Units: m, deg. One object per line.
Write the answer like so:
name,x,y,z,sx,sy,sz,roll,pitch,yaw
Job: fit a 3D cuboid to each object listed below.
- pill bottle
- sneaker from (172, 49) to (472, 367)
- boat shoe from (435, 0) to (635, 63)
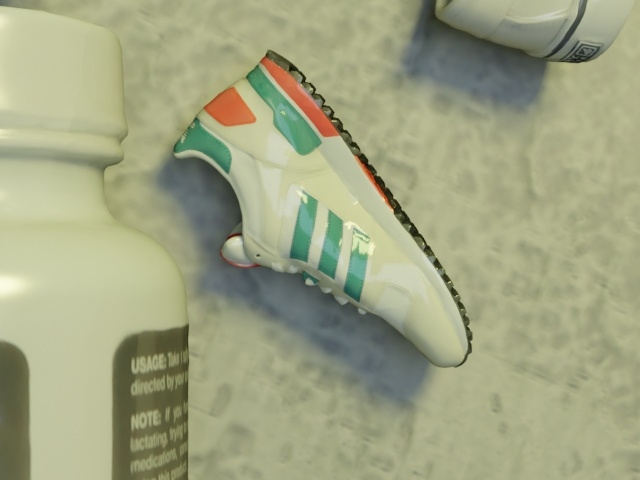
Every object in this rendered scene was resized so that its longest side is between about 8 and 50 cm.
pill bottle,-0.134,0.084,0.443,0.176,0.176,0.318,0,89,-14
sneaker,0.000,0.000,0.547,0.075,0.057,0.161,-35,99,5
boat shoe,0.105,-0.217,0.553,0.088,0.096,0.267,9,95,-18
